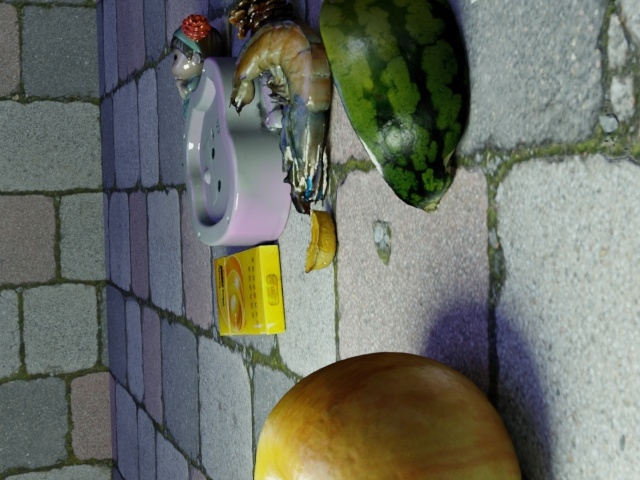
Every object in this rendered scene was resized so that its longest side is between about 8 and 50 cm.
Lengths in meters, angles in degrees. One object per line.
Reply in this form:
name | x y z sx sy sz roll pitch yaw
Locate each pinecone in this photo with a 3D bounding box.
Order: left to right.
pinecone | -0.084 -0.340 1.349 0.109 0.102 0.102 40 131 37

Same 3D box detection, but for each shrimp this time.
shrimp | -0.064 -0.182 1.307 0.222 0.054 0.290 5 104 46

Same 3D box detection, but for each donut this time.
donut | 0.000 0.000 1.262 0.067 0.038 0.083 126 141 -60

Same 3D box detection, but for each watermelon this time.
watermelon | 0.098 -0.200 0.964 0.128 0.159 0.303 -23 67 25

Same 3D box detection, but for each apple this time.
apple | 0.063 0.250 0.886 0.286 0.233 0.286 177 90 -66

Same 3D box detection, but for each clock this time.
clock | -0.150 -0.146 1.521 0.338 0.102 0.338 177 90 -67

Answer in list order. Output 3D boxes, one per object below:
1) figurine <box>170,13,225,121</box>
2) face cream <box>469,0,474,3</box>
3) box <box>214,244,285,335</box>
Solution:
figurine | -0.230 -0.307 1.698 0.138 0.110 0.245 179 83 -65
face cream | 0.172 -0.255 0.844 0.115 0.020 0.038 -163 71 -67
box | -0.132 0.096 1.577 0.269 0.043 0.152 167 100 -67
